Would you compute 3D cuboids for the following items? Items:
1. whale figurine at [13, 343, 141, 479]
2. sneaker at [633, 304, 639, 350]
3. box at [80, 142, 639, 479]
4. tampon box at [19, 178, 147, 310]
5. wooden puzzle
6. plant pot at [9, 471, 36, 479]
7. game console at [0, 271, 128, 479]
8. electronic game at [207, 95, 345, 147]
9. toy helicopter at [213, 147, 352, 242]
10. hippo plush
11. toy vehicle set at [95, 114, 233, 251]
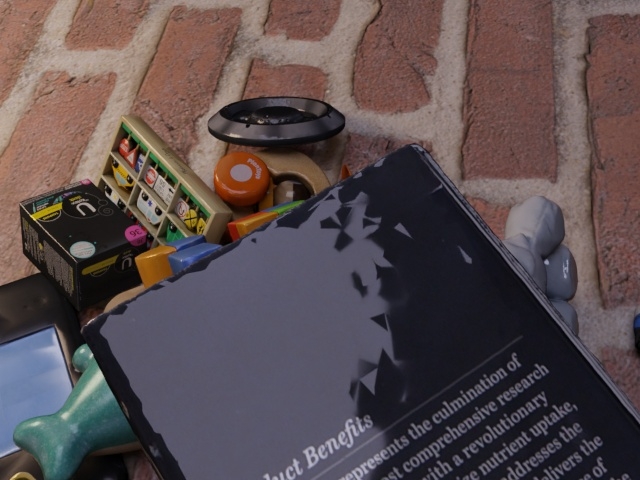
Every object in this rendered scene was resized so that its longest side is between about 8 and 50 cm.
[{"bbox_3d":[-0.250,0.192,0.997,0.272,0.141,0.216,-28,55,-36],"label":"whale figurine"},{"bbox_3d":[0.502,0.136,1.050,0.152,0.058,0.084,9,50,16],"label":"sneaker"},{"bbox_3d":[0.068,0.262,0.680,0.297,0.480,0.471,-29,71,-17],"label":"box"},{"bbox_3d":[-0.358,0.004,1.177,0.161,0.101,0.120,38,45,27],"label":"tampon box"},{"bbox_3d":[-0.093,0.019,0.915,0.348,0.322,0.080,-25,100,-17],"label":"wooden puzzle"},{"bbox_3d":[-0.302,0.421,0.837,0.212,0.187,0.212,31,63,25],"label":"plant pot"},{"bbox_3d":[-0.477,0.239,1.064,0.342,0.060,0.386,-23,56,-11],"label":"game console"},{"bbox_3d":[-0.073,-0.197,1.299,0.229,0.048,0.229,-1,25,0],"label":"electronic game"},{"bbox_3d":[0.000,0.000,1.177,0.235,0.140,0.355,-24,66,-22],"label":"toy helicopter"},{"bbox_3d":[0.198,0.082,1.048,0.237,0.234,0.294,-7,13,33],"label":"hippo plush"},{"bbox_3d":[-0.252,-0.054,1.197,0.035,0.166,0.267,-5,41,-49],"label":"toy vehicle set"}]
